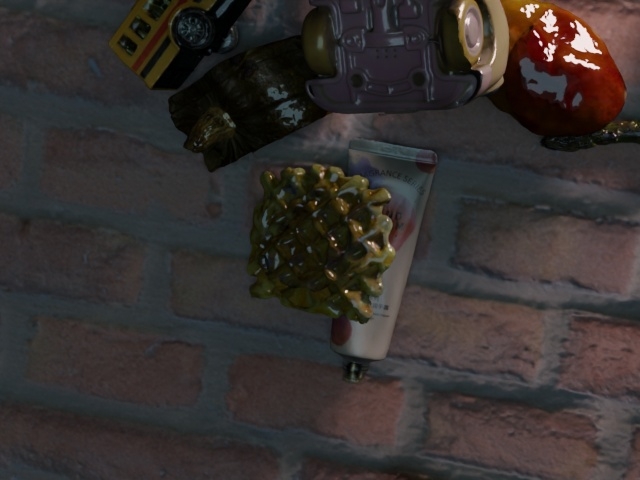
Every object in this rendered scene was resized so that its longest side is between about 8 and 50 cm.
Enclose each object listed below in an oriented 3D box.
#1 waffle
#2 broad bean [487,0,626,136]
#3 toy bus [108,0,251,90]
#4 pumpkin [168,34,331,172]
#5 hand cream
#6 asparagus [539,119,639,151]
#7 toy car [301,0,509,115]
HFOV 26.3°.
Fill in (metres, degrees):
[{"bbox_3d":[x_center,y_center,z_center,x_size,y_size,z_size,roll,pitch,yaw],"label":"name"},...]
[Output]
[{"bbox_3d":[-0.001,-0.001,1.865,0.223,0.054,0.204,12,93,25],"label":"waffle"},{"bbox_3d":[0.291,-0.225,1.785,0.228,0.122,0.156,37,105,-6],"label":"broad bean"},{"bbox_3d":[-0.134,-0.351,1.810,0.123,0.121,0.335,41,104,9],"label":"toy bus"},{"bbox_3d":[-0.091,-0.185,1.834,0.248,0.126,0.131,-27,96,12],"label":"pumpkin"},{"bbox_3d":[0.074,0.034,1.895,0.124,0.078,0.340,10,98,5],"label":"hand cream"},{"bbox_3d":[0.377,-0.140,1.840,0.165,0.030,0.036,-7,111,7],"label":"asparagus"},{"bbox_3d":[0.109,-0.342,1.724,0.242,0.226,0.335,0,109,27],"label":"toy car"}]
